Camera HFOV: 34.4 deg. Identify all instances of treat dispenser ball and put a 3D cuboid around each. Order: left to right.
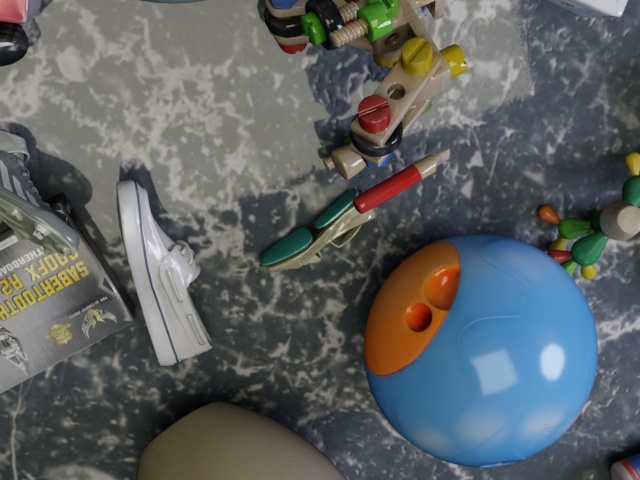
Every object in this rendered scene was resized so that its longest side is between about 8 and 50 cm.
[{"bbox_3d":[0.196,0.134,1.281,0.288,0.288,0.288,-3,108,-8],"label":"treat dispenser ball"}]

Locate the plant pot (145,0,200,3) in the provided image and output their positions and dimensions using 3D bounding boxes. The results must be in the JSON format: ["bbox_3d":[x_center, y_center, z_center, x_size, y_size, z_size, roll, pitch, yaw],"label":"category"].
[{"bbox_3d":[-0.116,-0.382,1.093,0.196,0.293,0.293,6,109,-38],"label":"plant pot"}]

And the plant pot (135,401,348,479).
[{"bbox_3d":[-0.128,0.322,1.330,0.284,0.284,0.191,-38,75,5],"label":"plant pot"}]

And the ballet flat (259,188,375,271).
[{"bbox_3d":[0.000,0.000,1.334,0.168,0.057,0.052,-36,119,4],"label":"ballet flat"}]

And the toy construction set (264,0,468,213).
[{"bbox_3d":[0.099,-0.208,1.212,0.237,0.257,0.309,-29,131,-11],"label":"toy construction set"}]

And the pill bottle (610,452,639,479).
[{"bbox_3d":[0.545,0.343,1.490,0.221,0.124,0.124,-20,110,-2],"label":"pill bottle"}]

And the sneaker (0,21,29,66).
[{"bbox_3d":[-0.470,-0.184,1.193,0.283,0.107,0.124,-9,124,-2],"label":"sneaker"}]

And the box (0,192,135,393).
[{"bbox_3d":[-0.378,0.074,1.299,0.231,0.056,0.183,-27,109,1],"label":"box"}]

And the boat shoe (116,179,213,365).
[{"bbox_3d":[-0.195,0.036,1.304,0.084,0.095,0.258,-15,120,-8],"label":"boat shoe"}]

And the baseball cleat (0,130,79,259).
[{"bbox_3d":[-0.356,-0.066,1.217,0.206,0.072,0.109,32,60,1],"label":"baseball cleat"}]

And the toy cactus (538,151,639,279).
[{"bbox_3d":[0.368,-0.034,1.319,0.219,0.180,0.112,-39,89,0],"label":"toy cactus"}]

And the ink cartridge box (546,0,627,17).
[{"bbox_3d":[0.215,-0.457,1.131,0.385,0.091,0.308,20,96,-17],"label":"ink cartridge box"}]

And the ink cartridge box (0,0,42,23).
[{"bbox_3d":[-0.485,-0.392,1.075,0.384,0.160,0.279,5,107,-10],"label":"ink cartridge box"}]
